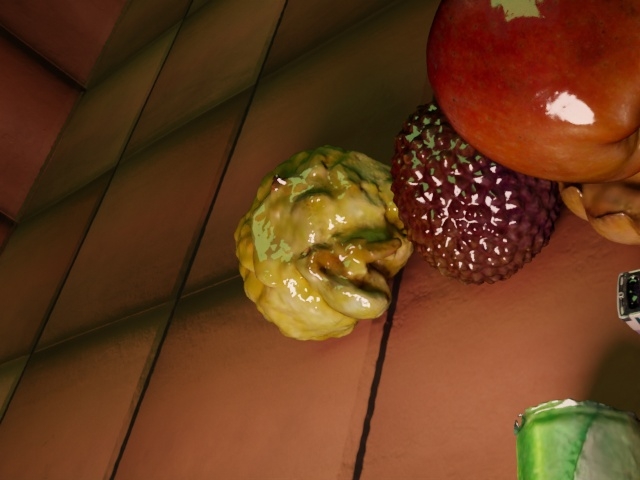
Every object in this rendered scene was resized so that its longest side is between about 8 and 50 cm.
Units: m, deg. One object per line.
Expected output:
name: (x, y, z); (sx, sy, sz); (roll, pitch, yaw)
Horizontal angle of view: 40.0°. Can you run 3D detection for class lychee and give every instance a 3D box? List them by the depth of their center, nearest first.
lychee: (0.154, -0.061, 0.906); (0.188, 0.188, 0.188); (-34, 35, 28)

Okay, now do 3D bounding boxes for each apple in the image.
apple: (0.202, -0.155, 0.717); (0.234, 0.234, 0.234); (-34, 35, 28)

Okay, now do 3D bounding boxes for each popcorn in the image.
popcorn: (0.000, 0.000, 1.030); (0.233, 0.192, 0.266); (-54, 32, -1)

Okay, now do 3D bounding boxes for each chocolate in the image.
chocolate: (0.188, 0.262, 0.605); (0.110, 0.110, 0.291); (-26, 42, 37)

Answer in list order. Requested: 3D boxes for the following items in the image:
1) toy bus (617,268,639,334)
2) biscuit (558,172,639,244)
toy bus: (0.299, 0.045, 0.713); (0.102, 0.058, 0.052); (-18, 45, 37)
biscuit: (0.352, -0.125, 0.778); (0.325, 0.107, 0.326); (-30, 39, 29)
